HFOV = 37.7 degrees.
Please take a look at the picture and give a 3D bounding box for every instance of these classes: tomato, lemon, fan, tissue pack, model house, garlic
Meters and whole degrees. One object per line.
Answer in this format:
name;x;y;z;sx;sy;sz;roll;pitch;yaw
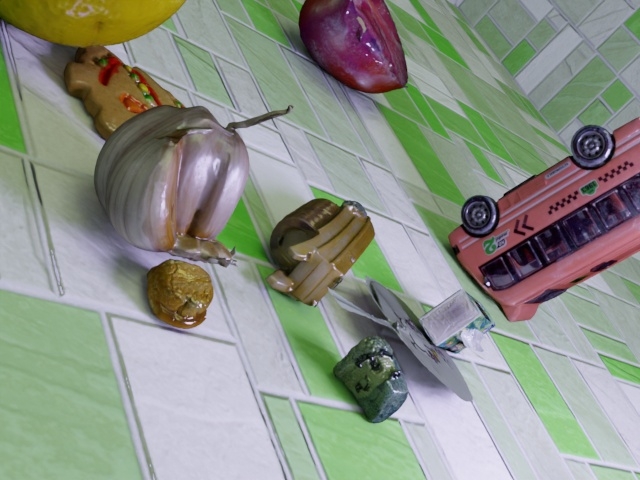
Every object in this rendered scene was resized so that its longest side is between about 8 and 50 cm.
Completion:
tomato;0.064;-0.434;2.048;0.289;0.176;0.335;59;19;-18
lemon;-0.314;-0.413;1.214;0.348;0.348;0.348;35;25;-19
fan;0.110;0.120;1.275;0.233;0.012;0.415;52;11;26
tissue pack;0.215;0.133;1.420;0.079;0.085;0.111;57;10;24
model house;0.068;0.173;1.159;0.066;0.079;0.083;10;42;-49
garlic;-0.124;-0.057;1.065;0.207;0.257;0.207;-11;90;-72

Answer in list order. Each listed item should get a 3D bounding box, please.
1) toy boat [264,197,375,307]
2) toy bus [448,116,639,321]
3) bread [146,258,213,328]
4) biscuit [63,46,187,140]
toy boat;0.000;0.000;1.320;0.115;0.089;0.310;41;24;1
toy bus;0.467;-0.038;1.727;0.203;0.427;0.233;3;58;-56
bread;-0.155;0.057;1.035;0.081;0.046;0.083;-8;57;-54
biscuit;-0.247;-0.188;1.301;0.239;0.041;0.212;20;32;-41
